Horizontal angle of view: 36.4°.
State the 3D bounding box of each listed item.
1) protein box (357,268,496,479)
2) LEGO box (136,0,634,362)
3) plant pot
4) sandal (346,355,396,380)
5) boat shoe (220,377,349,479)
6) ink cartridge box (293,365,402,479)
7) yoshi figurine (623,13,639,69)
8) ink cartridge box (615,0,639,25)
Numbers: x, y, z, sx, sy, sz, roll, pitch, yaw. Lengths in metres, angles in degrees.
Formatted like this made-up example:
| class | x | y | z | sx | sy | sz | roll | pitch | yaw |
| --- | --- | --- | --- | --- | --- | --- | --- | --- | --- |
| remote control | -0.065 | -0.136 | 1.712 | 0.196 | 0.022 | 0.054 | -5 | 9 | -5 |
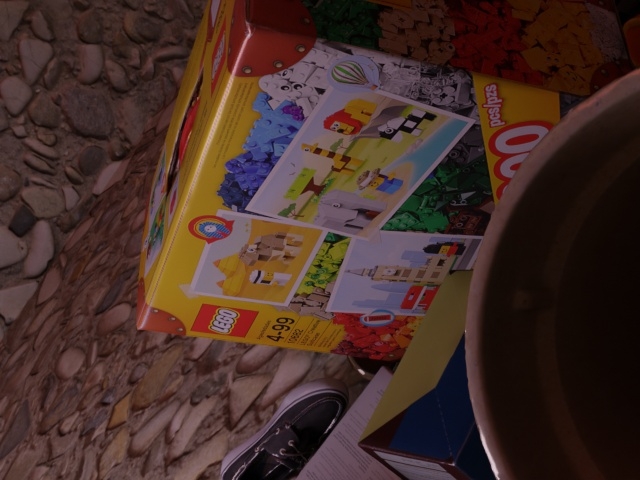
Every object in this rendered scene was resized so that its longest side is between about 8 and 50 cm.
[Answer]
| class | x | y | z | sx | sy | sz | roll | pitch | yaw |
| --- | --- | --- | --- | --- | --- | --- | --- | --- | --- |
| protein box | 0.183 | 0.162 | 0.901 | 0.136 | 0.201 | 0.200 | -4 | 50 | 56 |
| LEGO box | 0.033 | -0.080 | 1.037 | 0.500 | 0.372 | 0.193 | 119 | 154 | -51 |
| plant pot | 0.311 | 0.059 | 0.612 | 0.333 | 0.305 | 0.334 | 1 | 92 | 38 |
| sandal | 0.086 | 0.101 | 1.284 | 0.049 | 0.072 | 0.180 | 93 | -158 | -55 |
| boat shoe | -0.047 | 0.269 | 1.260 | 0.228 | 0.080 | 0.076 | -40 | 33 | 20 |
| ink cartridge box | 0.063 | 0.275 | 1.113 | 0.224 | 0.045 | 0.223 | -51 | 25 | -3 |
| yoshi figurine | 0.475 | -0.312 | 1.036 | 0.362 | 0.204 | 0.203 | -21 | 54 | -5 |
| ink cartridge box | 0.354 | -0.421 | 1.245 | 0.285 | 0.166 | 0.395 | -52 | -18 | -8 |
